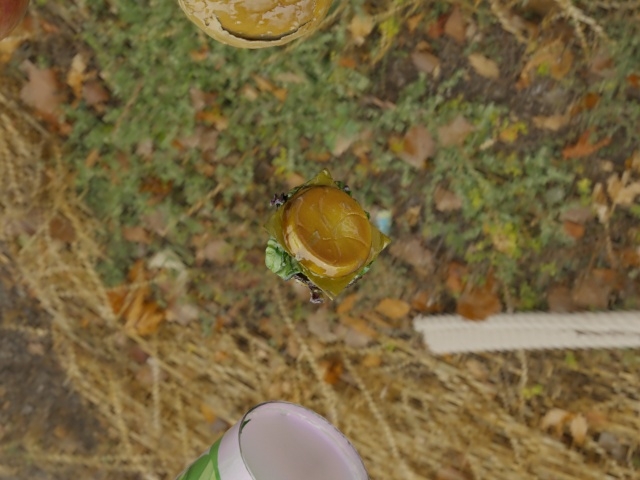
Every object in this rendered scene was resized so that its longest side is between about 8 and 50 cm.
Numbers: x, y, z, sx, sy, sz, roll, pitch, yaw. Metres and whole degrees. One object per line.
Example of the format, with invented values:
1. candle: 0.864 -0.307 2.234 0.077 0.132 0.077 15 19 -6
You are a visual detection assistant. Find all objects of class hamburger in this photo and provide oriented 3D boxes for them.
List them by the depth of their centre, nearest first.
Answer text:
1. hamburger: -0.072 -0.325 1.454 0.213 0.108 0.214 -8 136 -8
2. hamburger: -0.004 0.000 1.700 0.164 0.189 0.093 57 143 5

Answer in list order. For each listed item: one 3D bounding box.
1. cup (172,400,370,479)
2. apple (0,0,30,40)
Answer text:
1. cup: -0.084 0.351 1.513 0.253 0.253 0.274 36 121 -6
2. apple: -0.331 -0.234 1.117 0.146 0.146 0.131 11 114 20
